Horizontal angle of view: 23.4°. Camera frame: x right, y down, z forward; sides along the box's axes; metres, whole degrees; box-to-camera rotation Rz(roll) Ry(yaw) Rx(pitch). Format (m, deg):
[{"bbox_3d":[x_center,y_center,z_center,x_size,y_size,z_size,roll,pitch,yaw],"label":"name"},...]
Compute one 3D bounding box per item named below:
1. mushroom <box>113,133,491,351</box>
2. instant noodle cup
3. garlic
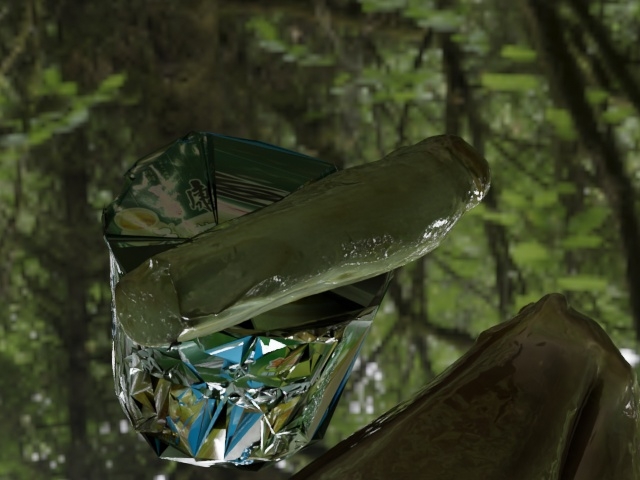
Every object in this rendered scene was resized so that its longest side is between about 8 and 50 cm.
[{"bbox_3d":[0.000,0.000,1.053,0.312,0.081,0.100,-24,173,-43],"label":"mushroom"},{"bbox_3d":[-0.066,0.056,1.221,0.240,0.178,0.240,8,-140,-7],"label":"instant noodle cup"},{"bbox_3d":[0.066,0.206,0.811,0.246,0.231,0.340,-36,-177,30],"label":"garlic"}]
